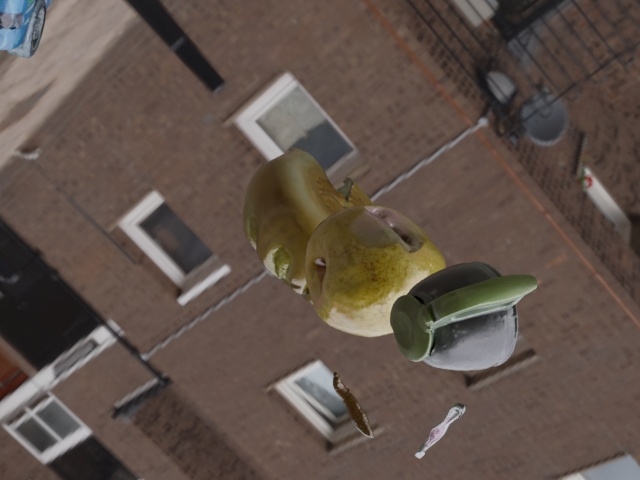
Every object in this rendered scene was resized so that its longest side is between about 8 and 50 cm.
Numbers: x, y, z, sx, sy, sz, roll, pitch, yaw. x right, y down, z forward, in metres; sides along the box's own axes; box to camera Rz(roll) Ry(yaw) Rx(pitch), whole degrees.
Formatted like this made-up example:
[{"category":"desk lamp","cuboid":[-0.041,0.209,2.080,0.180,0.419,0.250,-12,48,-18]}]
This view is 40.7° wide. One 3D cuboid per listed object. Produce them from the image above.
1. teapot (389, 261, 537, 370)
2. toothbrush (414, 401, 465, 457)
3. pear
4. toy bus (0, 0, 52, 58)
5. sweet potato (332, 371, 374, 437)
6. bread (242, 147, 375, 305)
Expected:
[{"category":"teapot","cuboid":[0.108,0.056,0.713,0.090,0.092,0.124,-9,134,-28]},{"category":"toothbrush","cuboid":[0.152,0.249,1.118,0.022,0.017,0.204,-56,171,-29]},{"category":"pear","cuboid":[0.070,0.037,1.076,0.178,0.178,0.178,-40,-168,10]},{"category":"toy bus","cuboid":[-0.220,-0.226,0.578,0.246,0.113,0.134,-92,-159,-56]},{"category":"sweet potato","cuboid":[0.046,0.243,1.274,0.026,0.115,0.026,-32,-174,4]},{"category":"bread","cuboid":[0.000,0.000,1.467,0.160,0.333,0.333,-40,-168,23]}]
